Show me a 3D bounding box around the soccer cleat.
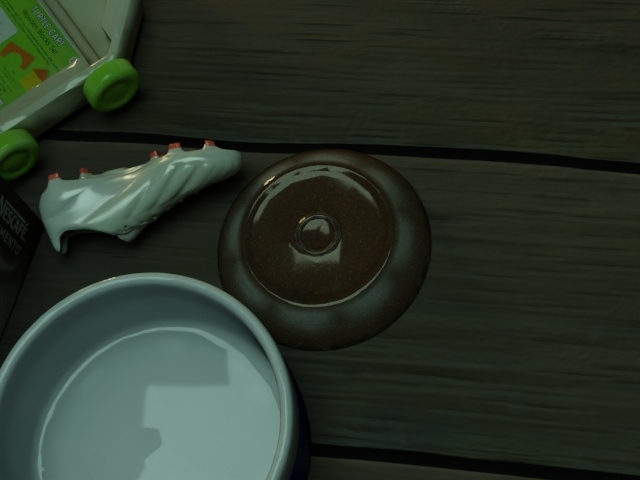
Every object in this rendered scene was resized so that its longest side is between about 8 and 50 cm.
[{"bbox_3d":[-0.163,-0.039,1.358,0.196,0.068,0.076,-13,81,6],"label":"soccer cleat"}]

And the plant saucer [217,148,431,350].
[{"bbox_3d":[0.000,0.000,1.323,0.198,0.036,0.198,-3,68,8],"label":"plant saucer"}]

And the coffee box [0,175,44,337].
[{"bbox_3d":[-0.352,0.059,1.305,0.098,0.141,0.246,13,71,15],"label":"coffee box"}]

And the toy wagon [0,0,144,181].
[{"bbox_3d":[-0.280,-0.222,1.449,0.344,0.068,0.267,-35,66,-6],"label":"toy wagon"}]

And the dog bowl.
[{"bbox_3d":[-0.143,0.168,1.242,0.265,0.104,0.265,-4,67,9],"label":"dog bowl"}]
